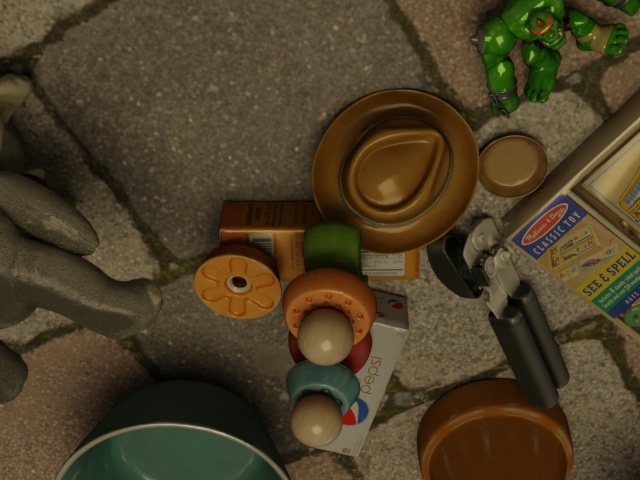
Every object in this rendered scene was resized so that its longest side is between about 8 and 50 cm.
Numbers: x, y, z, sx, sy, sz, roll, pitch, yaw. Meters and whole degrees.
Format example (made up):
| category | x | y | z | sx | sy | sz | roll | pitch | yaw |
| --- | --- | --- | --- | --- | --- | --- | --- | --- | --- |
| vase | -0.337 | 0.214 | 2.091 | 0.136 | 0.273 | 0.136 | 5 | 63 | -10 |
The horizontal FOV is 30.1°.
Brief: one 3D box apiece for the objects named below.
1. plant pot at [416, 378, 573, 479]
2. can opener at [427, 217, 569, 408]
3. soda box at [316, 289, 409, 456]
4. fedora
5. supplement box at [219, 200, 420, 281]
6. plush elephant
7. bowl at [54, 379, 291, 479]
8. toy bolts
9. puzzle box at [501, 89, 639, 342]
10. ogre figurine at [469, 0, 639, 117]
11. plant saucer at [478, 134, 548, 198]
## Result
| category | x | y | z | sx | sy | sz | roll | pitch | yaw |
| --- | --- | --- | --- | --- | --- | --- | --- | --- | --- |
| plant pot | 0.232 | 0.315 | 1.529 | 0.205 | 0.188 | 0.205 | 0 | 122 | 0 |
| can opener | 0.228 | 0.089 | 1.469 | 0.093 | 0.074 | 0.280 | -3 | 128 | 44 |
| soda box | 0.046 | 0.168 | 1.506 | 0.069 | 0.074 | 0.216 | 14 | 121 | -8 |
| fedora | 0.084 | -0.077 | 1.309 | 0.194 | 0.079 | 0.194 | 0 | 90 | 0 |
| supplement box | 0.000 | 0.000 | 1.401 | 0.233 | 0.078 | 0.080 | 1 | 119 | -1 |
| plush elephant | -0.363 | -0.021 | 1.308 | 0.272 | 0.255 | 0.330 | -34 | 124 | 30 |
| bowl | -0.178 | 0.303 | 1.541 | 0.311 | 0.163 | 0.311 | 1 | 122 | 1 |
| toy bolts | -0.034 | 0.120 | 1.329 | 0.218 | 0.158 | 0.228 | -4 | 131 | 13 |
| puzzle box | 0.446 | -0.071 | 1.367 | 0.272 | 0.052 | 0.409 | 35 | 116 | -19 |
| ogre figurine | 0.239 | -0.222 | 1.255 | 0.197 | 0.097 | 0.118 | -24 | 138 | 32 |
| plant saucer | 0.222 | -0.088 | 1.379 | 0.083 | 0.015 | 0.083 | 0 | 122 | 0 |
